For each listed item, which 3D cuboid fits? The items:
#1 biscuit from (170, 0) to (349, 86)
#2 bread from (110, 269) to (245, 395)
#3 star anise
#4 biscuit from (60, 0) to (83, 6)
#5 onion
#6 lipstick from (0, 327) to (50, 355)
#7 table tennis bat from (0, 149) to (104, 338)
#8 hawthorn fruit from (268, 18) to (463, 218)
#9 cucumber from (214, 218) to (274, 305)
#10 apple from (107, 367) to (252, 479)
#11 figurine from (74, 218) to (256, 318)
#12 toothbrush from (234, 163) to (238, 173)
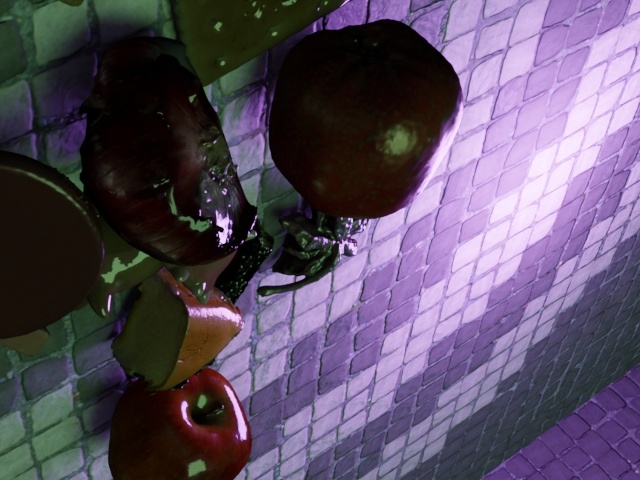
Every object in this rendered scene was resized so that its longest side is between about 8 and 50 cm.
[{"bbox_3d":[-0.038,-0.328,1.362,0.325,0.044,0.217,-33,148,-20],"label":"biscuit"},{"bbox_3d":[-0.212,0.136,1.639,0.160,0.140,0.169,-58,150,10],"label":"bread"},{"bbox_3d":[0.000,0.001,1.781,0.209,0.089,0.231,1,123,-52],"label":"star anise"},{"bbox_3d":[-0.220,-0.317,1.125,0.118,0.061,0.183,-19,141,-41],"label":"biscuit"},{"bbox_3d":[-0.197,-0.091,1.280,0.195,0.272,0.272,-21,154,13],"label":"onion"},{"bbox_3d":[-0.407,0.105,1.435,0.045,0.045,0.145,-45,150,2],"label":"lipstick"},{"bbox_3d":[-0.401,0.048,1.265,0.268,0.051,0.415,17,133,-24],"label":"table tennis bat"},{"bbox_3d":[0.053,-0.142,1.514,0.254,0.254,0.300,-30,150,-26],"label":"hawthorn fruit"},{"bbox_3d":[-0.126,0.048,1.723,0.053,0.053,0.181,4,126,-54],"label":"cucumber"},{"bbox_3d":[-0.230,0.310,1.764,0.230,0.230,0.230,-32,148,-22],"label":"apple"},{"bbox_3d":[-0.208,0.014,1.444,0.247,0.173,0.177,-33,149,-21],"label":"figurine"},{"bbox_3d":[-0.148,-0.030,1.625,0.013,0.019,0.193,-13,136,-43],"label":"toothbrush"}]
